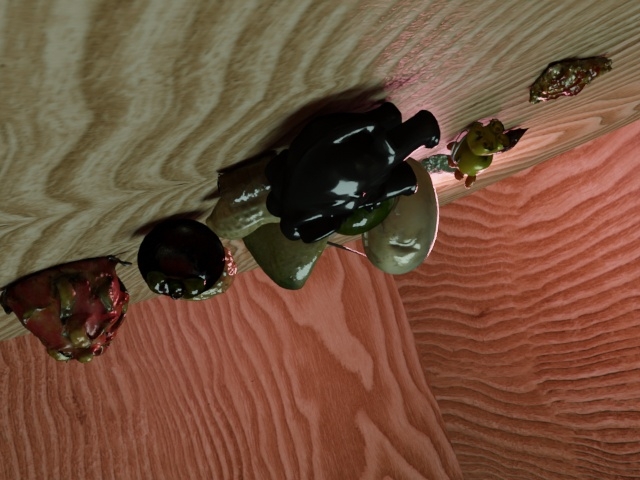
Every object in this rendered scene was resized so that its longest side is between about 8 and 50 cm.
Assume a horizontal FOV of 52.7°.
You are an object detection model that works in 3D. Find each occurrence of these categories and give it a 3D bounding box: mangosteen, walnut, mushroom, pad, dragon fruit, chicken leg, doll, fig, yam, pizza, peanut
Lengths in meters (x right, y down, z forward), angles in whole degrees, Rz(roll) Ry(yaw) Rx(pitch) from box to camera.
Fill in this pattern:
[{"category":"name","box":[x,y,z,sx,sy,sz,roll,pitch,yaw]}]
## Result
[{"category":"mangosteen","box":[-0.338,0.055,1.604,0.216,0.216,0.216,-19,175,-2]},{"category":"walnut","box":[-0.388,0.096,2.065,0.245,0.198,0.198,-11,174,-12]},{"category":"mushroom","box":[0.173,-0.080,1.707,0.315,0.315,0.356,-15,-150,-37]},{"category":"pad","box":[0.000,0.000,1.832,0.235,0.003,0.158,17,177,30]},{"category":"dragon fruit","box":[-0.669,0.208,1.770,0.314,0.263,0.296,-21,174,21]},{"category":"mushroom","box":[-0.116,0.004,1.652,0.217,0.212,0.292,18,163,-11]},{"category":"chicken leg","box":[0.521,-0.288,1.979,0.234,0.063,0.105,-21,180,-4]},{"category":"doll","box":[0.416,-0.236,1.761,0.135,0.143,0.221,-19,168,-26]},{"category":"fig","box":[0.085,-0.135,1.468,0.195,0.195,0.245,-15,138,-39]},{"category":"yam","box":[-0.134,-0.117,1.282,0.127,0.084,0.084,-19,175,18]},{"category":"pizza","box":[0.528,-0.344,1.392,0.188,0.062,0.199,-25,172,32]},{"category":"peanut","box":[-0.126,-0.081,1.444,0.298,0.120,0.136,-20,138,21]}]

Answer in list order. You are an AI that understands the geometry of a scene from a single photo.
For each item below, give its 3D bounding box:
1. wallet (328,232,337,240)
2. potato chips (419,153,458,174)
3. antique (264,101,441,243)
[{"category":"wallet","box":[-0.025,-0.060,1.979,0.275,0.068,0.335,-31,155,17]},{"category":"potato chips","box":[0.366,-0.220,2.038,0.167,0.059,0.228,5,172,-7]},{"category":"antique","box":[0.039,-0.125,1.176,0.255,0.185,0.322,-25,161,-22]}]
